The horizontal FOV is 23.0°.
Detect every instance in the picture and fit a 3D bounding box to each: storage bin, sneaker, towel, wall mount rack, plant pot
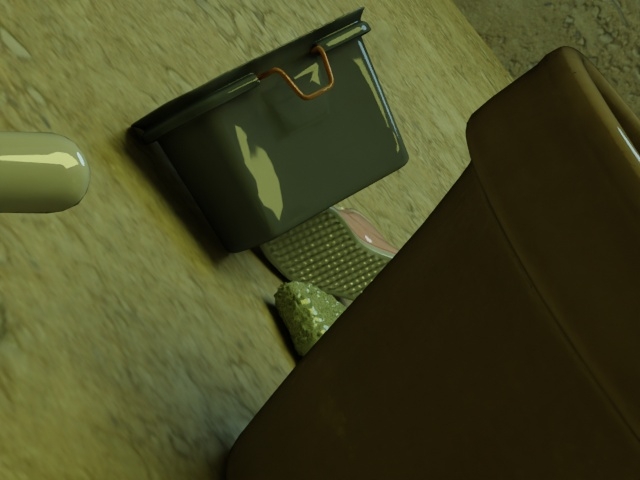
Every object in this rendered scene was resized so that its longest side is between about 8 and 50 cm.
[{"bbox_3d":[-0.016,-0.058,0.861,0.098,0.135,0.091,-19,-80,60],"label":"storage bin"},{"bbox_3d":[0.000,0.000,0.958,0.134,0.051,0.070,29,9,-37],"label":"sneaker"},{"bbox_3d":[0.032,0.082,0.899,0.148,0.027,0.110,34,24,-53],"label":"towel"},{"bbox_3d":[-0.135,0.047,0.187,0.304,0.130,0.350,39,30,-60],"label":"wall mount rack"},{"bbox_3d":[0.092,0.088,0.673,0.263,0.229,0.263,48,16,-18],"label":"plant pot"}]
